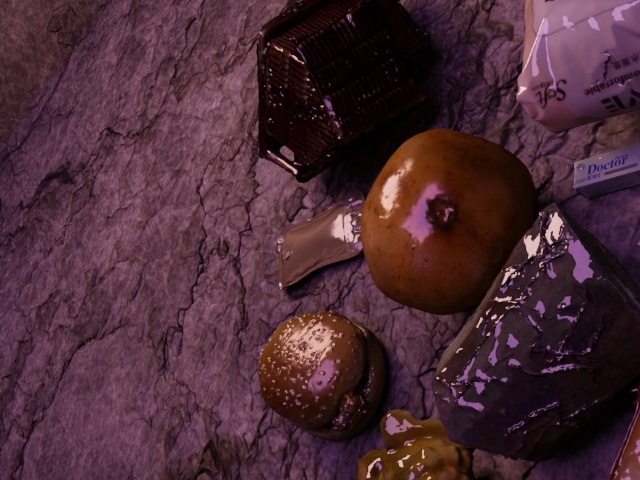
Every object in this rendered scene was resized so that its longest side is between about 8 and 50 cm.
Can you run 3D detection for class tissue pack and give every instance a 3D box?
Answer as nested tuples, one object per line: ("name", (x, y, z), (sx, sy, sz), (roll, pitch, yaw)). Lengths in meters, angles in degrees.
("tissue pack", (0.432, -0.325, 1.160), (0.376, 0.195, 0.390), (-12, 52, 41))

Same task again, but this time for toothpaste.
("toothpaste", (0.407, -0.096, 1.195), (0.164, 0.034, 0.046), (-17, 54, 43))

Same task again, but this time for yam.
("yam", (0.263, 0.132, 1.094), (0.271, 0.202, 0.201), (-46, 48, 21))

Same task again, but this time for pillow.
("pillow", (0.000, 0.000, 1.612), (0.217, 0.033, 0.130), (-27, 51, 37))

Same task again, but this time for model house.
("model house", (0.065, -0.259, 1.583), (0.317, 0.297, 0.282), (-34, 42, -24))

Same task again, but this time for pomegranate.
("pomegranate", (0.171, -0.025, 1.266), (0.260, 0.260, 0.260), (-27, 51, 38))

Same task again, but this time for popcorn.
("popcorn", (0.131, 0.323, 1.163), (0.218, 0.169, 0.189), (-39, 34, 55))

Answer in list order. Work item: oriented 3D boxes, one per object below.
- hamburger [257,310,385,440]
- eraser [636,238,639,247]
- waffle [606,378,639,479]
("hamburger", (0.003, 0.203, 1.420), (0.215, 0.122, 0.189), (17, 81, 50))
("eraser", (0.428, -0.017, 1.136), (0.083, 0.019, 0.038), (-55, 40, 11))
("waffle", (0.399, 0.324, 0.927), (0.304, 0.077, 0.348), (23, 87, 53))
